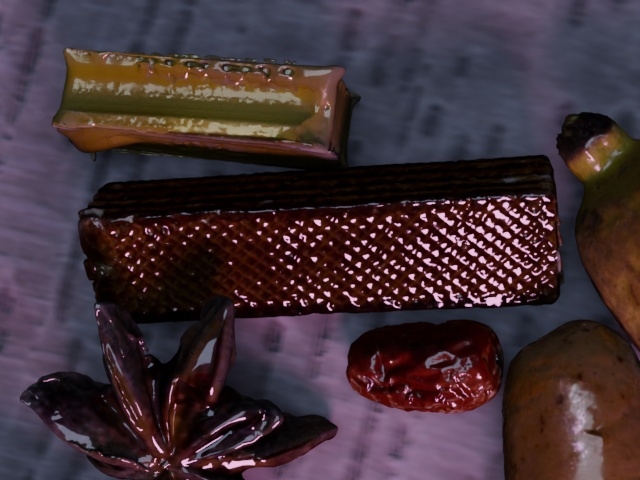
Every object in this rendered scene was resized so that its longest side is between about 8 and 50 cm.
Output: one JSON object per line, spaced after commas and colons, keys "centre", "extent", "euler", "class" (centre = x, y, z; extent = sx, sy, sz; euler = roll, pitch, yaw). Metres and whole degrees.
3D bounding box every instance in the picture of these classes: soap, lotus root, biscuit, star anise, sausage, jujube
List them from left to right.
{"centre": [-0.116, 0.161, 1.032], "extent": [0.212, 0.129, 0.282], "euler": [-25, 116, 16], "class": "star anise"}
{"centre": [-0.090, -0.103, 1.056], "extent": [0.233, 0.135, 0.076], "euler": [4, 85, 8], "class": "soap"}
{"centre": [0.000, 0.000, 1.045], "extent": [0.388, 0.073, 0.107], "euler": [-4, 121, 7], "class": "biscuit"}
{"centre": [0.084, 0.102, 1.045], "extent": [0.129, 0.077, 0.077], "euler": [-2, 85, 15], "class": "jujube"}
{"centre": [0.193, 0.311, 0.985], "extent": [0.136, 0.123, 0.500], "euler": [3, 86, 25], "class": "sausage"}
{"centre": [0.298, 0.017, 0.990], "extent": [0.169, 0.141, 0.314], "euler": [-37, 72, 1], "class": "lotus root"}
